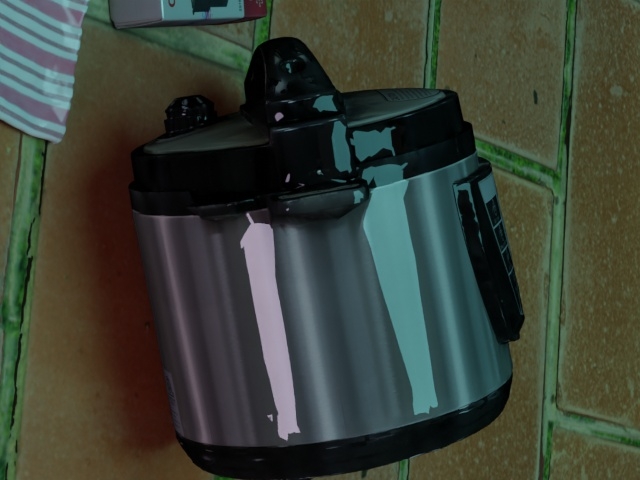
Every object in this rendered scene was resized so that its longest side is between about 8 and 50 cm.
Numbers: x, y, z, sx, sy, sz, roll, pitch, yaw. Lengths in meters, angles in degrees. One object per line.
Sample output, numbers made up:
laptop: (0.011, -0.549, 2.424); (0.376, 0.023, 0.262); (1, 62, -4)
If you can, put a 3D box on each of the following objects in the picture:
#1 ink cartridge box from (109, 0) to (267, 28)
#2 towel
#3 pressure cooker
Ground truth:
ink cartridge box: (-0.142, -0.292, 2.069); (0.175, 0.072, 0.127); (-12, 98, -52)
towel: (-0.288, -0.208, 1.913); (0.144, 0.029, 0.197); (24, 69, -48)
pressure cooker: (-0.006, 0.001, 1.990); (0.375, 0.370, 0.420); (-20, 102, -46)
